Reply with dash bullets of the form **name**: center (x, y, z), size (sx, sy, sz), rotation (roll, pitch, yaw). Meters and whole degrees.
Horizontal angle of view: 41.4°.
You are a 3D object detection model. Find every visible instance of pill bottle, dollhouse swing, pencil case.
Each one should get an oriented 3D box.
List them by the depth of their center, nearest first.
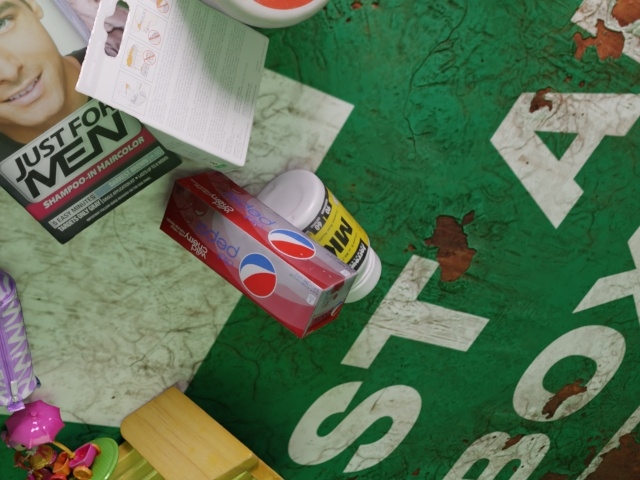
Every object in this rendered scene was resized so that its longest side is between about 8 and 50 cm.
- **pencil case**: center (-0.443, 0.139, 1.157), size (0.086, 0.088, 0.206), rotation (-14, 128, -20)
- **pill bottle**: center (0.000, 0.000, 1.259), size (0.119, 0.119, 0.208), rotation (-40, 133, 5)
- **dollhouse swing**: center (-0.210, 0.475, 1.410), size (0.305, 0.315, 0.347), rotation (-48, 135, -15)

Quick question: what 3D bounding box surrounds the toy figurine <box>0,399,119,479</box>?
- **toy figurine**: center (-0.428, 0.317, 1.307), size (0.173, 0.130, 0.159), rotation (-21, 121, 21)

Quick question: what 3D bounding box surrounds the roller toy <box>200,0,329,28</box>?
- **roller toy**: center (-0.074, -0.344, 0.942), size (0.191, 0.146, 0.209), rotation (-50, 129, 0)

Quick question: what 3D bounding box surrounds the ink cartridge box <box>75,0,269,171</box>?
- **ink cartridge box**: center (-0.173, -0.202, 0.992), size (0.225, 0.056, 0.181), rotation (22, 70, -35)

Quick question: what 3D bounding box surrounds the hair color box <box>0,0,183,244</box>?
- **hair color box**: center (-0.339, -0.185, 0.948), size (0.185, 0.113, 0.374), rotation (-35, 132, 1)

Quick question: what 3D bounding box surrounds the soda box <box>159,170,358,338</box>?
- **soda box**: center (-0.086, 0.012, 1.123), size (0.092, 0.263, 0.083), rotation (-22, 142, -53)
